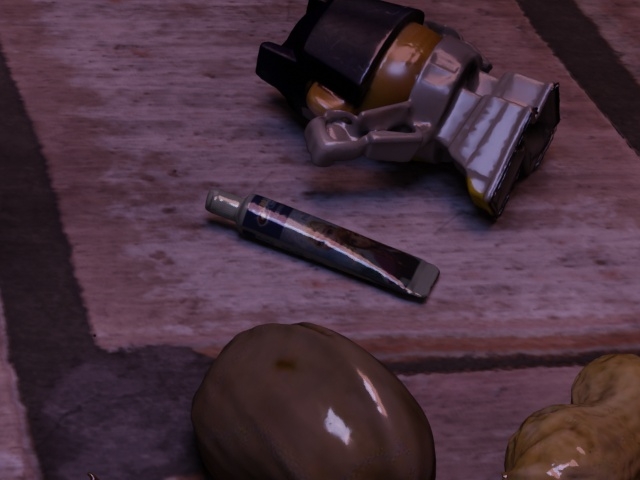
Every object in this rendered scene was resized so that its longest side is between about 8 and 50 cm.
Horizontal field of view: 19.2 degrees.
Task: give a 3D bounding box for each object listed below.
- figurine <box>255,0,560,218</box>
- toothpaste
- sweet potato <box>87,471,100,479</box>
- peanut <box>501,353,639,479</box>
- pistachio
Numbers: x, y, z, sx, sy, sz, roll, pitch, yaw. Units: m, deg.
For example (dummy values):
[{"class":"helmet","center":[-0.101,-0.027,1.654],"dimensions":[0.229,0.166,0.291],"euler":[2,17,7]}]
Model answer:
[{"class":"figurine","center":[0.083,-0.146,1.823],"dimensions":[0.308,0.143,0.308],"euler":[22,18,-8]},{"class":"toothpaste","center":[0.000,0.000,1.673],"dimensions":[0.216,0.037,0.062],"euler":[21,33,7]},{"class":"sweet potato","center":[-0.157,0.248,1.214],"dimensions":[0.066,0.072,0.314],"euler":[-9,35,7]},{"class":"peanut","center":[0.211,0.156,1.443],"dimensions":[0.103,0.098,0.229],"euler":[50,40,8]},{"class":"pistachio","center":[-0.008,0.136,1.372],"dimensions":[0.138,0.153,0.238],"euler":[1,6,-33]}]
